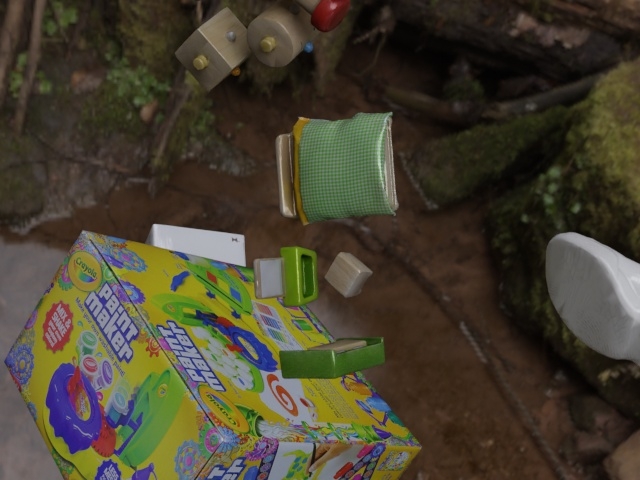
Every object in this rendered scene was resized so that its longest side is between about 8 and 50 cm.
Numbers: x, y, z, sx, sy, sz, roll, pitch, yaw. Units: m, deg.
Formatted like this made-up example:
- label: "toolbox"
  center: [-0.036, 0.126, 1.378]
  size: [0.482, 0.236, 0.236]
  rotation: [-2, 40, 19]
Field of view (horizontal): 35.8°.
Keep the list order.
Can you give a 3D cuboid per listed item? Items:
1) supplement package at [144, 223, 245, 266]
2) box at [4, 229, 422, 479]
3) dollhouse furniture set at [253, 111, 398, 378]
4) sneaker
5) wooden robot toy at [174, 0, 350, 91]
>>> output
- label: "supplement package"
  center: [-0.203, 0.104, 1.414]
  size: [0.133, 0.244, 0.139]
  rotation: [7, 53, -21]
- label: "box"
  center: [-0.109, 0.162, 0.986]
  size: [0.279, 0.177, 0.290]
  rotation: [16, 25, -47]
- label: "dollhouse furniture set"
  center: [0.000, 0.000, 0.568]
  size: [0.058, 0.076, 0.152]
  rotation: [-2, 89, -55]
- label: "sneaker"
  center: [0.273, 0.059, 0.791]
  size: [0.094, 0.080, 0.212]
  rotation: [-16, 40, -29]
- label: "wooden robot toy"
  center: [-0.007, -0.144, 0.483]
  size: [0.076, 0.173, 0.079]
  rotation: [38, 47, 3]
